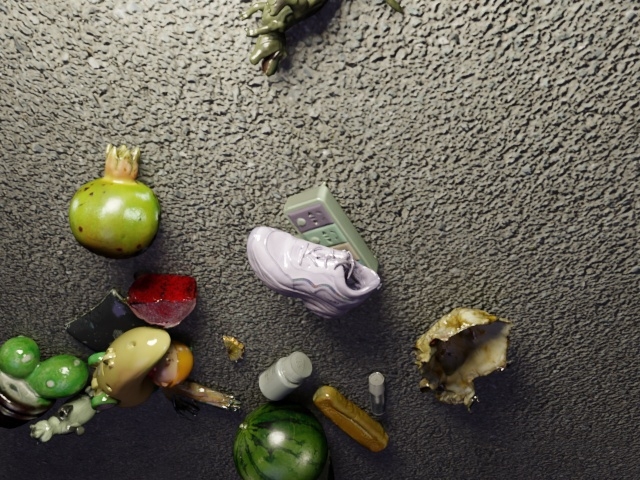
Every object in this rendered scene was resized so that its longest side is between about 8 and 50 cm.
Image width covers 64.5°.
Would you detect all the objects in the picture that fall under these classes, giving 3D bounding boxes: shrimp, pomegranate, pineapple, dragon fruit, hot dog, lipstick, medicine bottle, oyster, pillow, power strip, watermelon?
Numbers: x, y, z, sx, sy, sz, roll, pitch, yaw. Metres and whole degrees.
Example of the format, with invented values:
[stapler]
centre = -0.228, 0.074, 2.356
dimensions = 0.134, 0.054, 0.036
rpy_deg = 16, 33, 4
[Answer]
[shrimp]
centre = -0.324, 0.443, 1.375
dimensions = 0.219, 0.046, 0.152
rpy_deg = 14, 131, 0
[pomegranate]
centre = -0.349, -0.062, 0.878
dimensions = 0.159, 0.159, 0.205
rpy_deg = 12, 107, -4
[pineapple]
centre = -0.205, 0.261, 1.218
dimensions = 0.045, 0.019, 0.083
rpy_deg = 1, 129, 10
[dragon fruit]
centre = -0.328, 0.129, 1.070
dimensions = 0.147, 0.102, 0.096
rpy_deg = 3, 134, -2
[hot dog]
centre = 0.083, 0.470, 1.340
dimensions = 0.088, 0.061, 0.286
rpy_deg = -26, 122, 22
[lipstick]
centre = 0.143, 0.389, 1.276
dimensions = 0.040, 0.040, 0.141
rpy_deg = -1, 131, 8
[medicine bottle]
centre = -0.083, 0.325, 1.220
dimensions = 0.080, 0.080, 0.130
rpy_deg = 32, 127, -20
[oyster]
centre = 0.296, 0.259, 1.083
dimensions = 0.198, 0.133, 0.337
rpy_deg = 0, 134, 4
[pillow]
centre = -0.487, 0.201, 1.180
dimensions = 0.208, 0.055, 0.141
rpy_deg = -32, 114, 28
[power strip]
centre = 0.000, 0.000, 0.946
dimensions = 0.145, 0.061, 0.215
rpy_deg = -16, 127, 28
[watermelon]
centre = -0.103, 0.533, 1.305
dimensions = 0.242, 0.242, 0.242
rpy_deg = 3, 132, 4

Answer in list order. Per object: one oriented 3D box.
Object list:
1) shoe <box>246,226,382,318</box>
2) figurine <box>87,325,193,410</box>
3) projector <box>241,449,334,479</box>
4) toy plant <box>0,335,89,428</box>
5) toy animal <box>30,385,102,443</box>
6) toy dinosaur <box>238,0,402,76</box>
[shoe]
centre = -0.010, 0.046, 0.890
dimensions = 0.245, 0.095, 0.137
rpy_deg = 37, 133, -24
[figurine]
centre = -0.403, 0.294, 1.172
dimensions = 0.222, 0.124, 0.324
rpy_deg = 6, 143, -34
[projector]
centre = -0.091, 0.771, 1.502
dimensions = 0.249, 0.248, 0.248
rpy_deg = -1, 131, 8
[toy plant]
centre = -0.731, 0.357, 1.281
dimensions = 0.218, 0.175, 0.235
rpy_deg = 40, 99, -18
[toy animal]
centre = -0.647, 0.454, 1.325
dimensions = 0.121, 0.225, 0.094
rpy_deg = -22, 100, 23
[toy dinosaur]
centre = -0.014, -0.310, 0.694
dimensions = 0.179, 0.087, 0.187
rpy_deg = -5, 162, -39
